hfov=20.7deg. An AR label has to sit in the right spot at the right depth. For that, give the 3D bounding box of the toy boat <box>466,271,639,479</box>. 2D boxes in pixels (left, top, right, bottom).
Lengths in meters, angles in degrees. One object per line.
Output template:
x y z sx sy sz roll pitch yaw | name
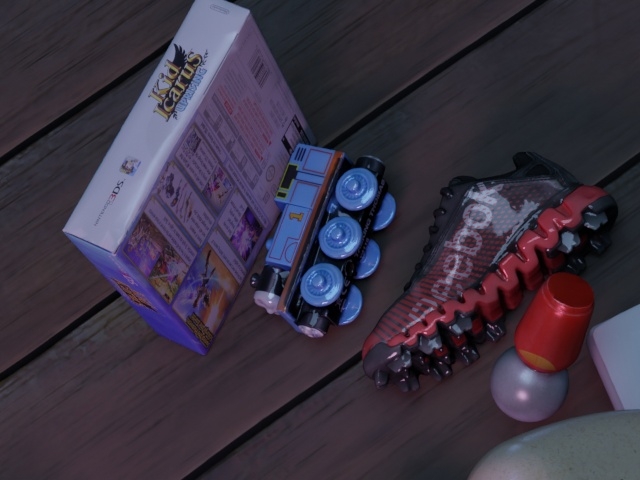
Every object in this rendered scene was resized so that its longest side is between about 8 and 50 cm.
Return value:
0.220 0.181 1.381 0.267 0.148 0.318 -1 45 -19 | toy boat

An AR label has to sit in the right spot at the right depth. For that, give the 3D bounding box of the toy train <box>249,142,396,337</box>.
0.000 0.000 1.648 0.105 0.080 0.184 13 74 27 | toy train

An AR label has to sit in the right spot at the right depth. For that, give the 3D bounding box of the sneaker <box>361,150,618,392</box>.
0.133 0.021 1.596 0.276 0.097 0.135 -39 66 -7 | sneaker

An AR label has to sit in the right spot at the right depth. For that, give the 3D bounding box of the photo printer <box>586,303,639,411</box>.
0.393 0.164 1.460 0.256 0.107 0.308 -26 65 13 | photo printer

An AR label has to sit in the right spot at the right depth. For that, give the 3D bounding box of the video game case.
-0.109 -0.052 1.584 0.061 0.269 0.244 21 74 21 | video game case
